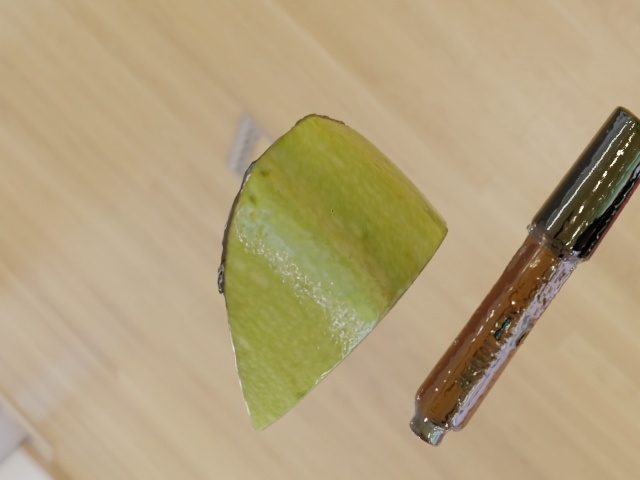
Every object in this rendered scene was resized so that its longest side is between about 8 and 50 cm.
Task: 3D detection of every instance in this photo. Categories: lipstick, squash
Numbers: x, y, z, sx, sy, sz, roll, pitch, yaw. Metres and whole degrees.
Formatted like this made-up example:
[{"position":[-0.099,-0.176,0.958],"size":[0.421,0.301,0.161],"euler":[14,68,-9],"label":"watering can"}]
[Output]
[{"position":[0.227,0.044,1.771],"size":[0.077,0.418,0.077],"euler":[32,-170,-7],"label":"lipstick"},{"position":[0.000,0.000,1.257],"size":[0.155,0.237,0.204],"euler":[42,149,-3],"label":"squash"}]
